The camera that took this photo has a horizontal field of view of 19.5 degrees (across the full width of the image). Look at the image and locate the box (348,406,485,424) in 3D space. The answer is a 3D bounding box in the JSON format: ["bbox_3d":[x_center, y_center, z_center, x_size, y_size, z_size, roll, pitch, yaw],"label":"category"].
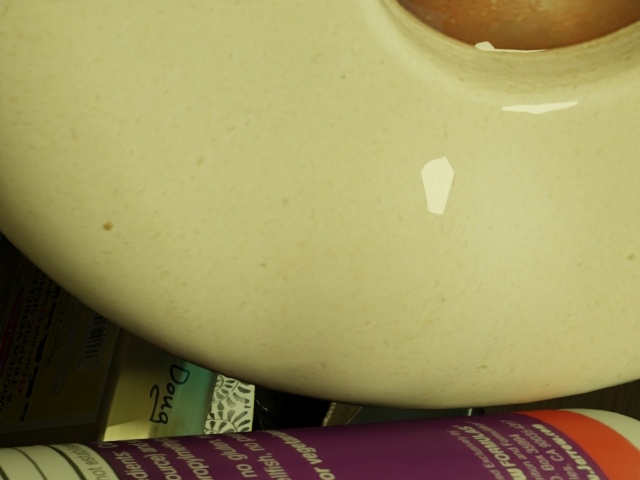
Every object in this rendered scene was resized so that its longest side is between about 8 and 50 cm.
[{"bbox_3d":[0.032,0.143,1.334,0.156,0.158,0.093,63,38,-73],"label":"box"}]

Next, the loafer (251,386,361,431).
[{"bbox_3d":[0.000,0.000,1.099,0.130,0.134,0.366,-68,164,-46],"label":"loafer"}]

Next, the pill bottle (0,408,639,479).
[{"bbox_3d":[-0.042,0.143,0.494,0.181,0.323,0.181,178,-90,-66],"label":"pill bottle"}]

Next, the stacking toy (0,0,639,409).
[{"bbox_3d":[0.021,-0.213,0.611,0.480,0.350,0.350,-109,-164,-48],"label":"stacking toy"}]

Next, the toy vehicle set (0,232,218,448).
[{"bbox_3d":[-0.089,0.038,0.686,0.166,0.035,0.267,-12,-120,58],"label":"toy vehicle set"}]

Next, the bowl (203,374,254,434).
[{"bbox_3d":[-0.092,0.111,0.878,0.170,0.080,0.170,11,90,-80],"label":"bowl"}]
